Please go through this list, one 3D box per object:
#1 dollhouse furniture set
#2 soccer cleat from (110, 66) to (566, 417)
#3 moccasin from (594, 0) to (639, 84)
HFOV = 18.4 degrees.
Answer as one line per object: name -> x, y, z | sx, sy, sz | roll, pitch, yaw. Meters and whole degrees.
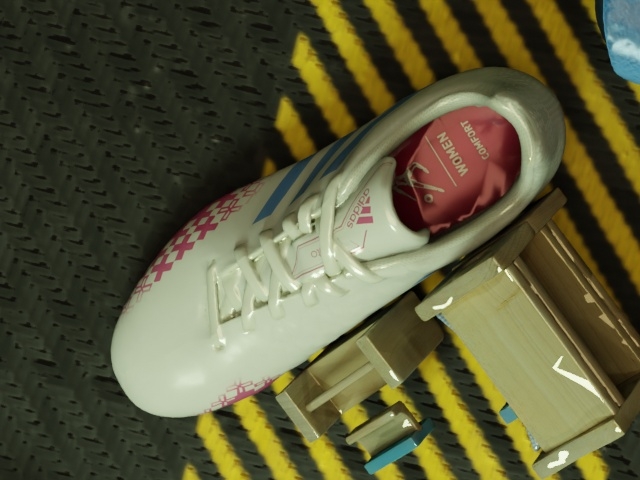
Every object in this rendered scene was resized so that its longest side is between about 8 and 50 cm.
dollhouse furniture set -> 0.099, 0.081, 1.227 | 0.184, 0.129, 0.129 | -35, 93, 33
soccer cleat -> 0.000, 0.000, 1.202 | 0.331, 0.143, 0.116 | -35, 92, 9
moccasin -> 0.232, -0.261, 1.163 | 0.138, 0.117, 0.342 | 24, 102, 3
